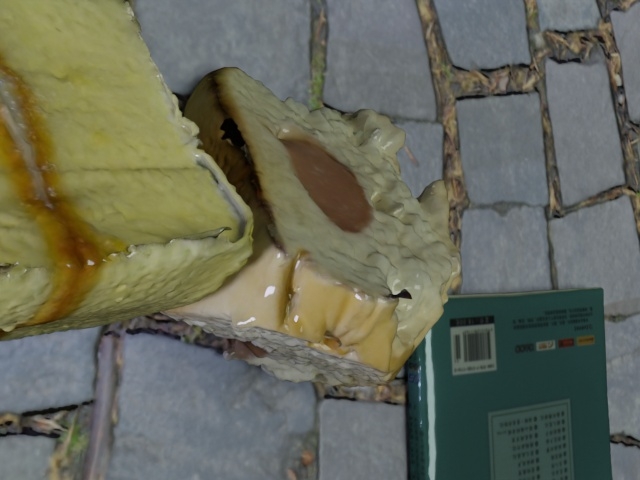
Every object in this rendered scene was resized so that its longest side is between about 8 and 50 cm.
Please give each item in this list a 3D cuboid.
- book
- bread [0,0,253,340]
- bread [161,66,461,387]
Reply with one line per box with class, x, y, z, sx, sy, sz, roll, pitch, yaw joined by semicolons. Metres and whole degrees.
book;0.185;0.235;1.008;0.264;0.031;0.379;1;87;-38
bread;-0.191;-0.063;0.630;0.263;0.198;0.236;-7;84;-41
bread;0.005;-0.010;0.764;0.184;0.211;0.224;17;81;-30
